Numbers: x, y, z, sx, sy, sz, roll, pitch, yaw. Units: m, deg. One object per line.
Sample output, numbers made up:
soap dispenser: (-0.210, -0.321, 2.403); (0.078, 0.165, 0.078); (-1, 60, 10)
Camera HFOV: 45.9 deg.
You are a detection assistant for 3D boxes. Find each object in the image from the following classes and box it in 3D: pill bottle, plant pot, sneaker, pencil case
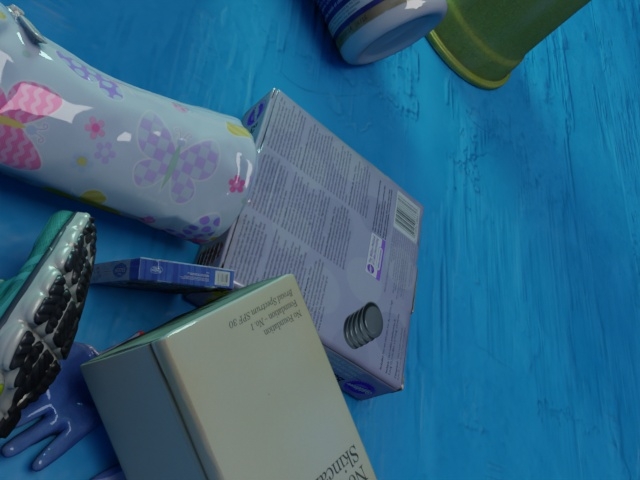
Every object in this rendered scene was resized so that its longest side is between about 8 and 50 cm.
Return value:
pill bottle: (0.044, -0.379, 0.988); (0.153, 0.153, 0.265); (-23, 86, -48)
plant pot: (0.319, -0.424, 1.206); (0.276, 0.254, 0.276); (23, 54, -36)
sneaker: (-0.242, 0.073, 0.499); (0.110, 0.107, 0.275); (26, 53, 5)
pencil case: (-0.186, -0.090, 0.638); (0.273, 0.113, 0.124); (23, 76, -36)

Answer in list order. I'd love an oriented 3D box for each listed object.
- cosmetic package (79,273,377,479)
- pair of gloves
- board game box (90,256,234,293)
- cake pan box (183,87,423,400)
cosmetic package: (-0.046, 0.201, 0.603); (0.160, 0.113, 0.309); (-27, 94, -52)
pair of gloves: (-0.171, 0.165, 0.590); (0.159, 0.023, 0.198); (-16, 80, -47)
board game box: (-0.136, 0.031, 0.642); (0.090, 0.090, 0.020); (11, 79, -41)
cake pan box: (0.000, 0.000, 0.812); (0.245, 0.070, 0.267); (35, 49, -30)
